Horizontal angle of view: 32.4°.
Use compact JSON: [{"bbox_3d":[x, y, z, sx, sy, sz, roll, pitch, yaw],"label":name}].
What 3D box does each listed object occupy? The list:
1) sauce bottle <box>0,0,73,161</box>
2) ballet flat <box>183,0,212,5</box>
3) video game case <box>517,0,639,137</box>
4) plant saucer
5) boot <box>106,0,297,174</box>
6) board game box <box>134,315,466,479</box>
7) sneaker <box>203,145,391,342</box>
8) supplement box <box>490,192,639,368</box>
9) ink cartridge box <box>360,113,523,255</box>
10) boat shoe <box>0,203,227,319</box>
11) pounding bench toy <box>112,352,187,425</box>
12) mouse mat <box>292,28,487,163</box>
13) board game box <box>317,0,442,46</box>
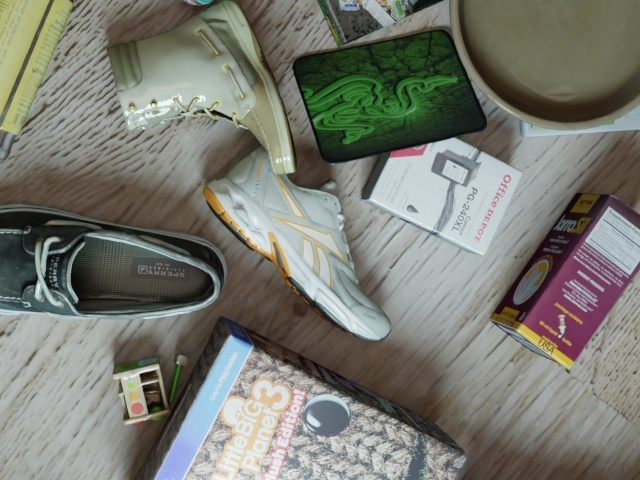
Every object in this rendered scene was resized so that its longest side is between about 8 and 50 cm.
[{"bbox_3d":[-0.312,-0.256,1.147,0.111,0.111,0.344,24,88,-10],"label":"sauce bottle"},{"bbox_3d":[-0.095,-0.357,1.184,0.079,0.077,0.221,42,100,24],"label":"ballet flat"},{"bbox_3d":[0.324,-0.233,1.292,0.193,0.023,0.212,-5,95,-9],"label":"video game case"},{"bbox_3d":[0.277,-0.263,1.249,0.278,0.041,0.277,-1,95,-8],"label":"plant saucer"},{"bbox_3d":[-0.127,-0.143,1.181,0.165,0.077,0.213,-22,74,-6],"label":"boot"},{"bbox_3d":[-0.031,0.256,1.206,0.291,0.141,0.232,27,89,-10],"label":"board game box"},{"bbox_3d":[0.000,0.000,1.221,0.262,0.099,0.121,45,82,-10],"label":"sneaker"},{"bbox_3d":[0.291,0.043,1.262,0.081,0.104,0.188,35,87,-9],"label":"supplement box"},{"bbox_3d":[0.139,-0.062,1.252,0.151,0.063,0.109,25,88,-8],"label":"ink cartridge box"},{"bbox_3d":[-0.264,0.022,1.165,0.335,0.119,0.121,0,94,-9],"label":"boat shoe"},{"bbox_3d":[-0.182,0.166,1.221,0.083,0.052,0.065,-13,96,-8],"label":"pounding bench toy"},{"bbox_3d":[0.076,-0.163,1.222,0.190,0.007,0.152,-14,61,-7],"label":"mouse mat"},{"bbox_3d":[0.028,-0.363,1.234,0.136,0.030,0.259,-25,97,-5],"label":"board game box"}]
